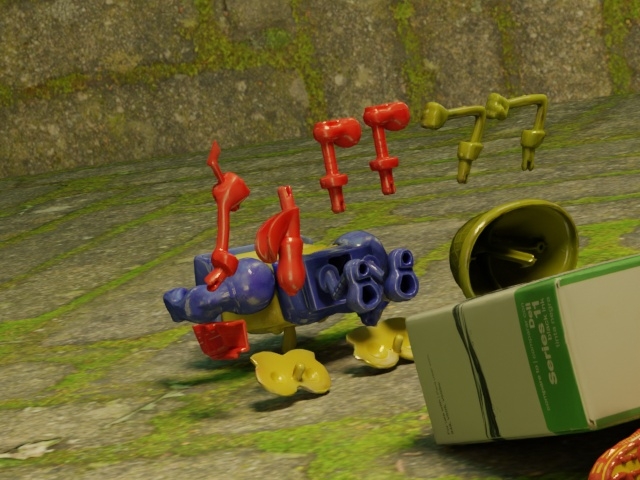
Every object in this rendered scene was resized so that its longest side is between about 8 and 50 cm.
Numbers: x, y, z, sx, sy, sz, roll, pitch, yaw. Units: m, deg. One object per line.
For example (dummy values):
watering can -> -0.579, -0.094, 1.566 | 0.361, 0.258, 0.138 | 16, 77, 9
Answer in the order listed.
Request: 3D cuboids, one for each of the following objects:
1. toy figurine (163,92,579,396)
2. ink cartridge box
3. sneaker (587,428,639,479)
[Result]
toy figurine -> 0.000, 0.000, 1.552 | 0.362, 0.191, 0.217 | -15, 5, -38
ink cartridge box -> 0.161, 0.058, 1.154 | 0.153, 0.087, 0.208 | -14, -3, -23
sneaker -> 0.186, 0.118, 1.007 | 0.067, 0.064, 0.175 | -22, -9, 42
